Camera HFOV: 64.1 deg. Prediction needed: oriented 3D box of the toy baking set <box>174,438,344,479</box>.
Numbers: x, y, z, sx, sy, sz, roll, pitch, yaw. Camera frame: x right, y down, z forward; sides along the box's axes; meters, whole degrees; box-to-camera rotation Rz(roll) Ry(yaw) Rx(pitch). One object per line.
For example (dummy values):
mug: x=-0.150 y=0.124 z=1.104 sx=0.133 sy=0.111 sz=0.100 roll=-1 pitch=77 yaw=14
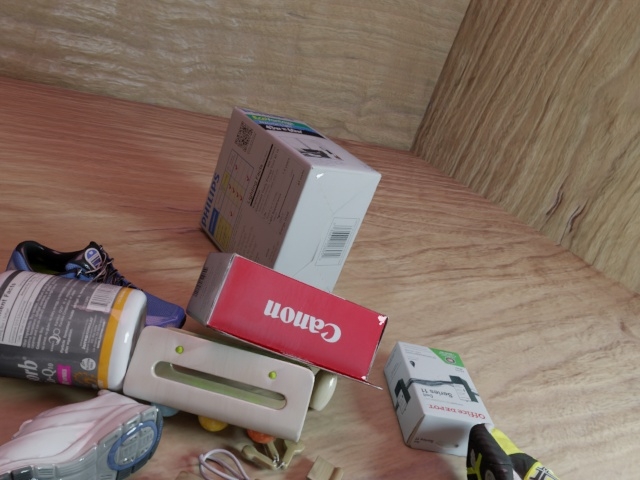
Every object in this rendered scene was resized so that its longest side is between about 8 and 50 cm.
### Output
toy baking set: x=-0.074 y=0.359 z=0.741 sx=0.196 sy=0.030 sz=0.256 roll=29 pitch=18 yaw=37

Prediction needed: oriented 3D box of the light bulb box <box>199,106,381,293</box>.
light bulb box: x=-0.096 y=-0.097 z=1.297 sx=0.225 sy=0.358 sz=0.361 roll=1 pitch=31 yaw=-41

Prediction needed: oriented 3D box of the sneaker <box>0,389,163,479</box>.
sneaker: x=-0.347 y=0.279 z=0.639 sx=0.129 sy=0.111 sz=0.297 roll=16 pitch=14 yaw=30

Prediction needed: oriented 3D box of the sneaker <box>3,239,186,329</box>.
sneaker: x=-0.400 y=0.092 z=0.911 sx=0.330 sy=0.147 sz=0.130 roll=19 pitch=24 yaw=-8

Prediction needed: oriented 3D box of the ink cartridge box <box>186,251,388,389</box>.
ink cartridge box: x=-0.052 y=0.135 z=0.907 sx=0.309 sy=0.130 sz=0.272 roll=24 pitch=-10 yaw=-22

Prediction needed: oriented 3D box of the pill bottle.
pill bottle: x=-0.423 y=0.132 z=0.783 sx=0.278 sy=0.162 sz=0.162 roll=11 pitch=25 yaw=-10

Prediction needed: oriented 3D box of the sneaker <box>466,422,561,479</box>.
sneaker: x=0.338 y=0.414 z=0.743 sx=0.147 sy=0.145 sz=0.385 roll=-4 pitch=20 yaw=-12

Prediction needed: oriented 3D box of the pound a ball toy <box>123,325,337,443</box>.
pound a ball toy: x=-0.133 y=0.246 z=0.847 sx=0.319 sy=0.136 sz=0.208 roll=16 pitch=-11 yaw=0

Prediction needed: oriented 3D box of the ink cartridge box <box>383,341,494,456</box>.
ink cartridge box: x=0.227 y=0.309 z=1.014 sx=0.153 sy=0.087 sz=0.208 roll=14 pitch=25 yaw=-13
